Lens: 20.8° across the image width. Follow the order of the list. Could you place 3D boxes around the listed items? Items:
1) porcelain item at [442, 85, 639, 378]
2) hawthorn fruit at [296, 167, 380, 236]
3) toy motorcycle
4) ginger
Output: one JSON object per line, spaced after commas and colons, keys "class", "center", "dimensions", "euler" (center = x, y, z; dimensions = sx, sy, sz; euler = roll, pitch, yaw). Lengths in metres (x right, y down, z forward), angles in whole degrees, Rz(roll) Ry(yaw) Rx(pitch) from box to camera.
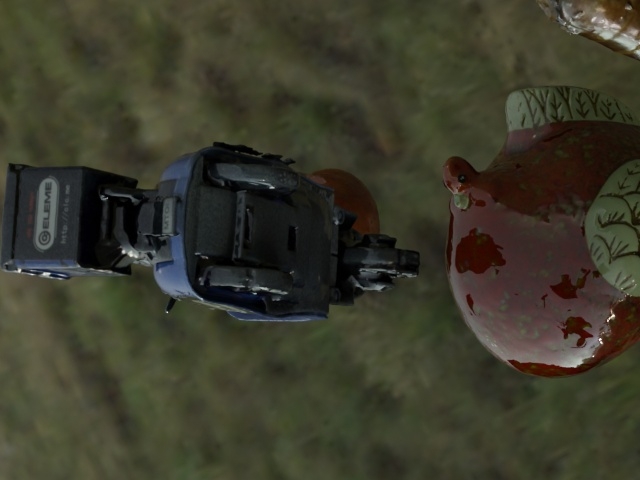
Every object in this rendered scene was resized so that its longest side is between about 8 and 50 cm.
{"class": "porcelain item", "center": [0.196, -0.014, 1.504], "dimensions": [0.253, 0.253, 0.253], "euler": [58, 164, 27]}
{"class": "hawthorn fruit", "center": [0.000, 0.000, 1.740], "dimensions": [0.138, 0.133, 0.133], "euler": [60, 170, -30]}
{"class": "toy motorcycle", "center": [-0.074, 0.000, 1.386], "dimensions": [0.358, 0.212, 0.125], "euler": [16, -103, -60]}
{"class": "ginger", "center": [0.223, -0.172, 1.170], "dimensions": [0.103, 0.162, 0.073], "euler": [-37, 49, 36]}
